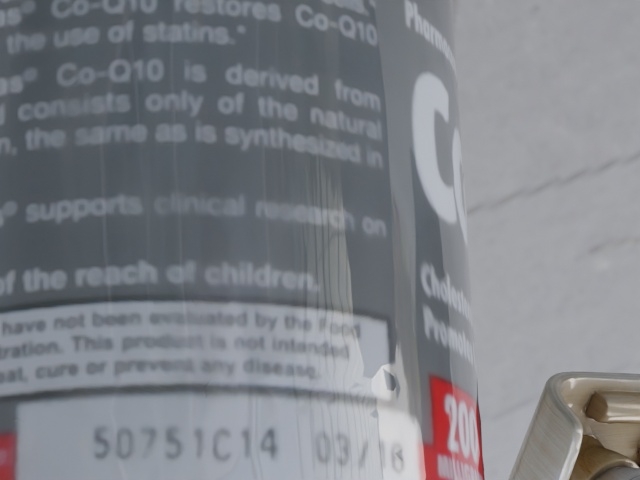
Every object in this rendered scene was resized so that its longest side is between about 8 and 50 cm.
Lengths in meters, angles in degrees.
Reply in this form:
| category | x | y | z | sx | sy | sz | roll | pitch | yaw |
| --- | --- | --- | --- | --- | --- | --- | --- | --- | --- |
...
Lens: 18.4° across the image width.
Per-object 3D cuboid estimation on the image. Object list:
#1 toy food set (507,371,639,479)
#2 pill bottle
| category | x | y | z | sx | sy | sz | roll | pitch | yaw |
| --- | --- | --- | --- | --- | --- | --- | --- | --- | --- |
| toy food set | 0.202 | 0.191 | 1.069 | 0.306 | 0.092 | 0.220 | 6 | 111 | -36 |
| pill bottle | -0.043 | -0.040 | 0.523 | 0.161 | 0.283 | 0.161 | -2 | 162 | -1 |
